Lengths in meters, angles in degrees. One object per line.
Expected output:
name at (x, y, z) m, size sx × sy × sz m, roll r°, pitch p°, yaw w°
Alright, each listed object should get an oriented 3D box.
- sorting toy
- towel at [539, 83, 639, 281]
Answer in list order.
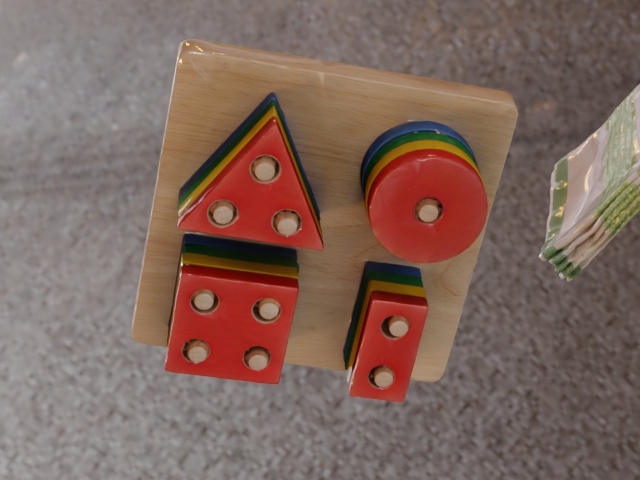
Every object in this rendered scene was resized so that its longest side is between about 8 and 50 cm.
sorting toy at (0.000, 0.000, 1.156) m, size 0.089 × 0.257 × 0.255 m, roll -97°, pitch 17°, yaw -61°
towel at (0.170, -0.060, 0.810) m, size 0.152 × 0.023 × 0.113 m, roll -52°, pitch 13°, yaw 34°
